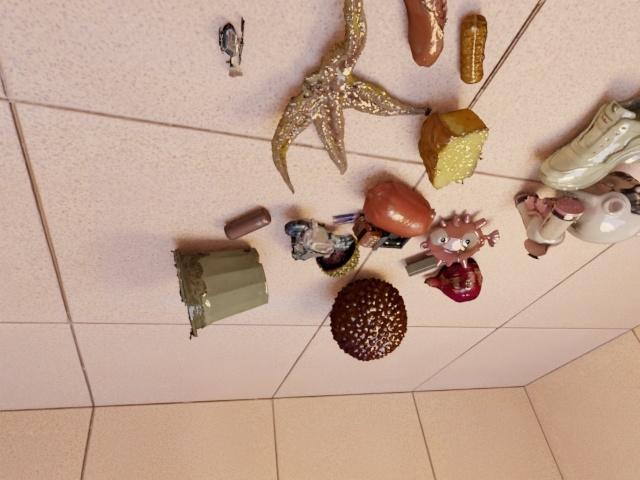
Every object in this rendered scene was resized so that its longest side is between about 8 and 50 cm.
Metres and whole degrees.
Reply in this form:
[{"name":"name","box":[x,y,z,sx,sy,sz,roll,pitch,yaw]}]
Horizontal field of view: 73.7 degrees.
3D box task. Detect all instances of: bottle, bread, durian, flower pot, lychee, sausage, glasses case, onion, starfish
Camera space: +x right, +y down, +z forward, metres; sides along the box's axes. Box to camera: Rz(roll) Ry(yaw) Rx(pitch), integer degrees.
[{"name":"bottle","box":[-0.213,-0.047,1.251,0.140,0.053,0.053,-21,142,16]},{"name":"bread","box":[0.323,-0.401,0.906,0.052,0.044,0.157,-18,144,6]},{"name":"durian","box":[0.085,0.078,1.436,0.187,0.119,0.108,-35,133,28]},{"name":"flower pot","box":[-0.309,0.133,1.332,0.259,0.290,0.290,-14,146,-17]},{"name":"bread","box":[0.319,-0.235,1.050,0.143,0.139,0.229,-14,155,0]},{"name":"lychee","box":[0.179,0.298,1.613,0.306,0.306,0.330,-16,120,8]},{"name":"sausage","box":[0.176,-0.455,0.770,0.087,0.079,0.326,-22,144,15]},{"name":"glasses case","box":[0.414,0.078,1.555,0.205,0.047,0.071,-22,172,16]},{"name":"sausage","box":[0.225,-0.085,1.231,0.148,0.148,0.254,-35,136,31]},{"name":"onion","box":[0.515,0.165,1.657,0.218,0.139,0.195,-9,151,4]},{"name":"starfish","box":[0.047,-0.282,0.938,0.384,0.132,0.398,18,122,-45]}]

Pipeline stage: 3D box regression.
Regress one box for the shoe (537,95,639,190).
[{"name":"shoe","box":[0.741,-0.273,1.120,0.342,0.132,0.210,-23,138,11]}]

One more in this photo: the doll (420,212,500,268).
[{"name":"doll","box":[0.466,0.001,1.434,0.262,0.093,0.211,-1,124,-1]}]

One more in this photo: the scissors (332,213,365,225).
[{"name":"scissors","box":[0.094,-0.068,1.330,0.113,0.012,0.039,-10,144,-1]}]

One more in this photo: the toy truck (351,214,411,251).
[{"name":"toy truck","box":[0.200,-0.023,1.341,0.192,0.092,0.083,4,142,-28]}]

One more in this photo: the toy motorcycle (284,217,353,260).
[{"name":"toy motorcycle","box":[0.000,-0.006,1.321,0.204,0.108,0.239,-5,169,1]}]

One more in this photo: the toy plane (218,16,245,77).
[{"name":"toy plane","box":[-0.173,-0.375,0.836,0.049,0.031,0.120,-7,142,-19]}]

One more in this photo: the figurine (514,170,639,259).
[{"name":"figurine","box":[0.797,-0.084,1.299,0.362,0.253,0.210,-13,117,-4]}]
